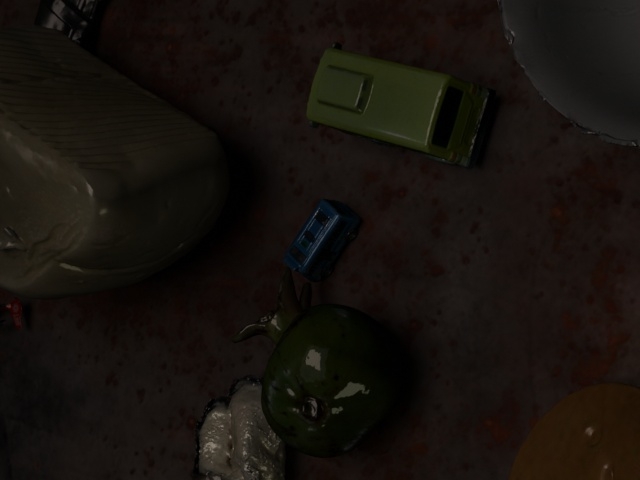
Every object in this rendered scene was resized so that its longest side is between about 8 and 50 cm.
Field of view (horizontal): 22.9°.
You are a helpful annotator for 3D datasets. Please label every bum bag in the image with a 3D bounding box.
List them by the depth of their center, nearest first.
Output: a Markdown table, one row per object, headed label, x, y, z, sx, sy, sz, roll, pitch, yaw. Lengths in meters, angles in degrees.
| label | x | y | z | sx | sy | sz | roll | pitch | yaw |
| --- | --- | --- | --- | --- | --- | --- | --- | --- | --- |
| bum bag | -0.311 | -0.242 | 1.903 | 0.087 | 0.049 | 0.198 | 20 | 95 | 14 |

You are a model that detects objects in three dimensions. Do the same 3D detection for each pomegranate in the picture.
| label | x | y | z | sx | sy | sz | roll | pitch | yaw |
| --- | --- | --- | --- | --- | --- | --- | --- | --- | --- |
| pomegranate | -0.006 | 0.115 | 1.555 | 0.152 | 0.131 | 0.191 | -51 | 50 | 24 |

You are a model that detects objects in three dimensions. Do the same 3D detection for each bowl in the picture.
| label | x | y | z | sx | sy | sz | roll | pitch | yaw |
| --- | --- | --- | --- | --- | --- | --- | --- | --- | --- |
| bowl | 0.333 | -0.234 | 1.329 | 0.345 | 0.157 | 0.345 | -7 | 79 | 36 |

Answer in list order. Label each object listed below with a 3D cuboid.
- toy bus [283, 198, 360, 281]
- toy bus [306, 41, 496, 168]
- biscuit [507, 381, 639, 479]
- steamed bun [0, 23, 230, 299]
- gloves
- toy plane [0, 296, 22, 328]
| label | x | y | z | sx | sy | sz | roll | pitch | yaw |
| --- | --- | --- | --- | --- | --- | --- | --- | --- | --- |
| toy bus | 0.000 | 0.000 | 1.619 | 0.038 | 0.046 | 0.083 | 44 | 109 | 34 |
| toy bus | 0.073 | -0.134 | 1.551 | 0.175 | 0.101 | 0.088 | 19 | 94 | 40 |
| biscuit | 0.266 | 0.247 | 1.295 | 0.275 | 0.052 | 0.355 | -60 | 34 | 9 |
| steamed bun | -0.286 | -0.068 | 1.737 | 0.383 | 0.247 | 0.236 | 35 | 125 | 33 |
| gloves | -0.081 | 0.214 | 1.632 | 0.114 | 0.070 | 0.153 | -3 | 74 | 46 |
| toy plane | -0.413 | 0.088 | 1.932 | 0.145 | 0.037 | 0.060 | -10 | 80 | 38 |
